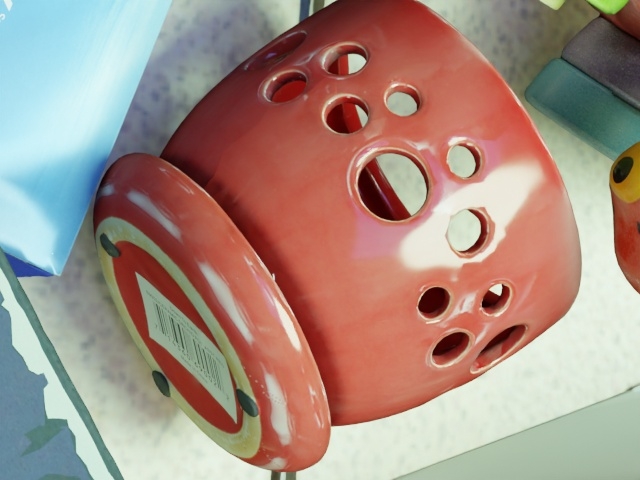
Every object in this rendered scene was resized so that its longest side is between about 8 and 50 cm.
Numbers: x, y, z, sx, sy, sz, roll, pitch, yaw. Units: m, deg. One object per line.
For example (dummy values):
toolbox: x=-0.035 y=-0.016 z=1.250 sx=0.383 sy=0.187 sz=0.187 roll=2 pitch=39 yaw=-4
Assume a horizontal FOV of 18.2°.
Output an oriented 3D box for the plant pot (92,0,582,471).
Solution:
plant pot: x=0.000 y=0.000 z=0.944 sx=0.174 sy=0.191 sz=0.191 roll=-31 pitch=104 yaw=-23

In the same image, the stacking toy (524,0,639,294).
stacking toy: x=0.124 y=-0.080 z=0.982 sx=0.279 sy=0.309 sz=0.130 roll=32 pitch=99 yaw=-7

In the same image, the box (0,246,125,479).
box: x=-0.243 y=0.105 z=0.715 sx=0.293 sy=0.212 sz=0.395 roll=-30 pitch=106 yaw=-19

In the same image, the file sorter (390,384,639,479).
file sorter: x=0.160 y=0.192 z=1.030 sx=0.278 sy=0.193 sz=0.173 roll=-17 pitch=100 yaw=-28

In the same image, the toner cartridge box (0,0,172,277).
toner cartridge box: x=-0.140 y=-0.172 z=0.932 sx=0.165 sy=0.075 sz=0.347 roll=26 pitch=77 yaw=-27
